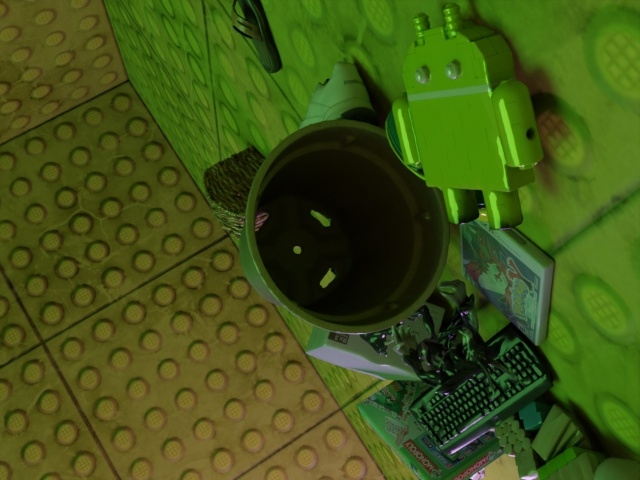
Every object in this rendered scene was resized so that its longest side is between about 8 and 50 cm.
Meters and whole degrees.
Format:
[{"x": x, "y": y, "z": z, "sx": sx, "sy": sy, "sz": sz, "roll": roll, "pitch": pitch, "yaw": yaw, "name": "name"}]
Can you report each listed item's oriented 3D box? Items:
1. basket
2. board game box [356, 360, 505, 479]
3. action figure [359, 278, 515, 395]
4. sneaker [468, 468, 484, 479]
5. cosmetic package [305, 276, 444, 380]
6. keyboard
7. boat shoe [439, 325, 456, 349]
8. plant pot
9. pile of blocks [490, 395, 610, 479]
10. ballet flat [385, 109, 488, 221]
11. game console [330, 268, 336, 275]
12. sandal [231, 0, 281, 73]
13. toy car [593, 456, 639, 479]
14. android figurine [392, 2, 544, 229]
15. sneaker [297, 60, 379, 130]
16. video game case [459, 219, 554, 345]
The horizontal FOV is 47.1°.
[{"x": -0.199, "y": -0.088, "z": 2.130, "sx": 0.299, "sy": 0.214, "sz": 0.223, "roll": 46, "pitch": 161, "yaw": 44, "name": "basket"}, {"x": 0.244, "y": 0.388, "z": 1.575, "sx": 0.317, "sy": 0.214, "sz": 0.046, "roll": 37, "pitch": 155, "yaw": 58, "name": "board game box"}, {"x": 0.182, "y": 0.153, "z": 1.195, "sx": 0.276, "sy": 0.164, "sz": 0.140, "roll": 17, "pitch": 135, "yaw": 49, "name": "action figure"}, {"x": 0.385, "y": 0.573, "z": 1.838, "sx": 0.040, "sy": 0.044, "sz": 0.109, "roll": 48, "pitch": 161, "yaw": 46, "name": "sneaker"}, {"x": 0.103, "y": 0.200, "z": 1.586, "sx": 0.217, "sy": 0.156, "sz": 0.385, "roll": 20, "pitch": 166, "yaw": -5, "name": "cosmetic package"}, {"x": 0.250, "y": 0.239, "z": 1.295, "sx": 0.201, "sy": 0.033, "sz": 0.317, "roll": 56, "pitch": 135, "yaw": 19, "name": "keyboard"}, {"x": 0.243, "y": 0.205, "z": 1.519, "sx": 0.049, "sy": 0.056, "sz": 0.152, "roll": 48, "pitch": 164, "yaw": 19, "name": "boat shoe"}, {"x": 0.000, "y": 0.000, "z": 1.259, "sx": 0.333, "sy": 0.334, "sz": 0.305, "roll": 59, "pitch": 158, "yaw": -2, "name": "plant pot"}, {"x": 0.390, "y": 0.337, "z": 1.232, "sx": 0.113, "sy": 0.148, "sz": 0.362, "roll": 18, "pitch": -163, "yaw": -25, "name": "pile of blocks"}, {"x": 0.177, "y": -0.105, "z": 1.061, "sx": 0.231, "sy": 0.077, "sz": 0.077, "roll": 48, "pitch": 180, "yaw": 32, "name": "ballet flat"}, {"x": 0.096, "y": 0.082, "z": 1.872, "sx": 0.124, "sy": 0.085, "sz": 0.144, "roll": 30, "pitch": -172, "yaw": -38, "name": "game console"}, {"x": -0.149, "y": -0.438, "z": 1.516, "sx": 0.090, "sy": 0.060, "sz": 0.219, "roll": 41, "pitch": 158, "yaw": 52, "name": "sandal"}, {"x": 0.452, "y": 0.378, "z": 0.978, "sx": 0.182, "sy": 0.159, "sz": 0.136, "roll": -6, "pitch": 162, "yaw": 45, "name": "toy car"}, {"x": 0.173, "y": -0.148, "z": 0.898, "sx": 0.248, "sy": 0.056, "sz": 0.272, "roll": 16, "pitch": 125, "yaw": 62, "name": "android figurine"}, {"x": 0.018, "y": -0.209, "z": 1.310, "sx": 0.297, "sy": 0.111, "sz": 0.129, "roll": 145, "pitch": 122, "yaw": -61, "name": "sneaker"}, {"x": 0.276, "y": 0.043, "z": 1.116, "sx": 0.183, "sy": 0.023, "sz": 0.201, "roll": 48, "pitch": 163, "yaw": 38, "name": "video game case"}]
